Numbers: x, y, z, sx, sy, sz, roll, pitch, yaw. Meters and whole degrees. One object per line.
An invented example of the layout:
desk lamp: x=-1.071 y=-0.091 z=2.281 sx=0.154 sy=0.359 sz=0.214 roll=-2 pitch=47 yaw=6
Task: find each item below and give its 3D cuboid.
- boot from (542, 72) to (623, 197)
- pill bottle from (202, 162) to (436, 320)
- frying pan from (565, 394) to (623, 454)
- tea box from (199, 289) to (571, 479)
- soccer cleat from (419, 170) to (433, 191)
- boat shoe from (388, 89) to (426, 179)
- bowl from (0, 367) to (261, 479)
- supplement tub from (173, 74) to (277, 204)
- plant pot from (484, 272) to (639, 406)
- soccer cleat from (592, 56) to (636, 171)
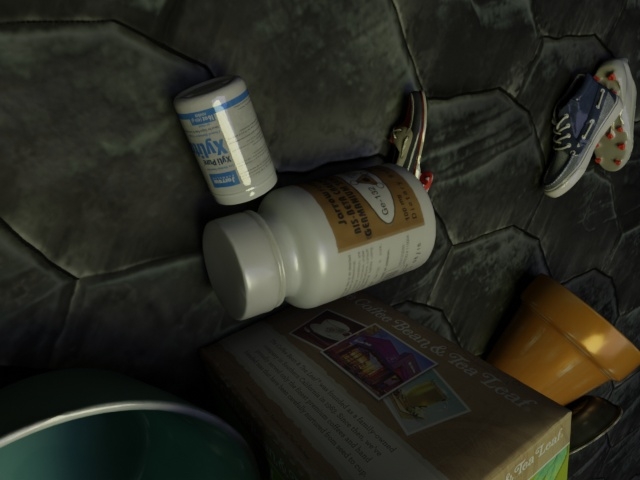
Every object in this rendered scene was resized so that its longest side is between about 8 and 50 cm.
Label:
boot: x=0.396 y=-0.169 z=0.833 sx=0.086 sy=0.069 sz=0.190 roll=30 pitch=92 yaw=-17
pill bottle: x=0.000 y=0.000 z=0.557 sx=0.229 sy=0.131 sz=0.131 roll=-17 pitch=116 yaw=-30
frying pan: x=0.430 y=0.318 z=0.924 sx=0.197 sy=0.053 sz=0.326 roll=-36 pitch=165 yaw=19
tea box: x=0.058 y=0.268 z=0.571 sx=0.220 sy=0.329 sz=0.323 roll=-23 pitch=117 yaw=-27
soccer cleat: x=0.126 y=-0.055 z=0.696 sx=0.035 sy=0.029 sz=0.083 roll=33 pitch=90 yaw=-48
boat shoe: x=0.106 y=-0.118 z=0.647 sx=0.043 sy=0.049 sz=0.137 roll=6 pitch=108 yaw=4
bowl: x=-0.226 y=0.242 z=0.464 sx=0.311 sy=0.163 sz=0.311 roll=-13 pitch=113 yaw=-31
supplement tub: x=-0.089 y=-0.096 z=0.496 sx=0.071 sy=0.071 sz=0.107 roll=-32 pitch=122 yaw=-23
plant pot: x=0.391 y=0.193 z=0.882 sx=0.188 sy=0.205 sz=0.205 roll=-48 pitch=129 yaw=8
soccer cleat: x=0.511 y=-0.215 z=0.889 sx=0.076 sy=0.068 sz=0.196 roll=-32 pitch=120 yaw=-26
